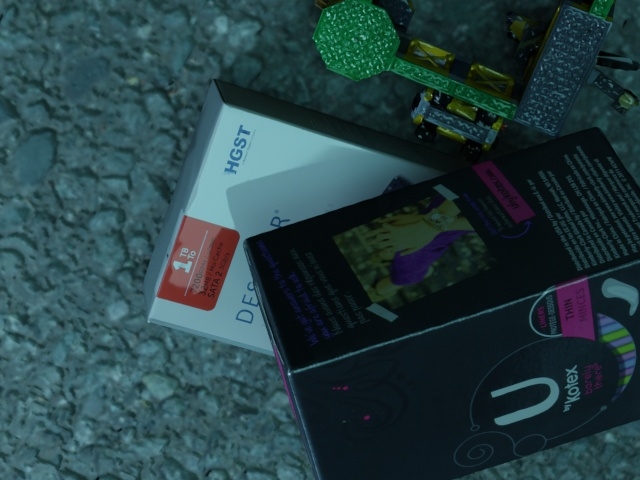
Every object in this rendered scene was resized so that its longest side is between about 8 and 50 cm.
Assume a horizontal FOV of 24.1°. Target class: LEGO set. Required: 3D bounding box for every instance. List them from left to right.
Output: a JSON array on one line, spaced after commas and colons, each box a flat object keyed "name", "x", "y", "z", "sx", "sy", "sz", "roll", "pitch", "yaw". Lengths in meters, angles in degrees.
[{"name": "LEGO set", "x": 0.145, "y": -0.243, "z": 1.081, "sx": 0.255, "sy": 0.192, "sz": 0.331, "roll": 16, "pitch": 121, "yaw": 5}]

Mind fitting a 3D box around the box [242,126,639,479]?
[{"name": "box", "x": 0.103, "y": 0.057, "z": 1.051, "sx": 0.270, "sy": 0.143, "sz": 0.165, "roll": -18, "pitch": 133, "yaw": -3}]

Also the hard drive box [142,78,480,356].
[{"name": "hard drive box", "x": 0.000, "y": 0.000, "z": 1.162, "sx": 0.232, "sy": 0.089, "sz": 0.181, "roll": 16, "pitch": 105, "yaw": -14}]
